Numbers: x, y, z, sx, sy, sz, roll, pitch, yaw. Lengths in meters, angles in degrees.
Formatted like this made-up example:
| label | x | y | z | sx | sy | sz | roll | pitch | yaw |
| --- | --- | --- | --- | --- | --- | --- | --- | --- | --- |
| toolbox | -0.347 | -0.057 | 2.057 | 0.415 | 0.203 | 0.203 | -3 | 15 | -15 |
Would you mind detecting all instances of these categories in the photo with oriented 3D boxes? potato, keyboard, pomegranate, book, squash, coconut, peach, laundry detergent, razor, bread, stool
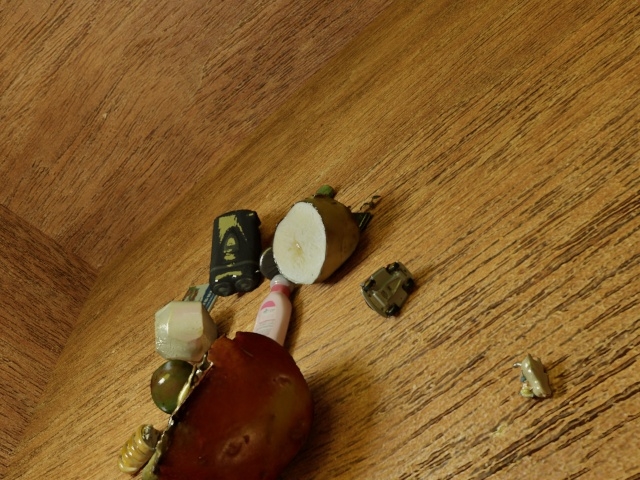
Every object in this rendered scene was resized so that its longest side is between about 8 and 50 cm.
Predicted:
| label | x | y | z | sx | sy | sz | roll | pitch | yaw |
| --- | --- | --- | --- | --- | --- | --- | --- | --- | --- |
| potato | 0.000 | 0.000 | 1.764 | 0.300 | 0.196 | 0.247 | -49 | 62 | 43 |
| keyboard | 0.083 | -0.059 | 1.887 | 0.230 | 0.025 | 0.094 | 5 | 59 | 59 |
| pomegranate | -0.437 | 0.459 | 1.835 | 0.224 | 0.182 | 0.181 | -33 | 26 | -3 |
| book | -0.530 | 0.274 | 2.386 | 0.322 | 0.018 | 0.228 | -16 | 41 | 48 |
| squash | -0.030 | -0.111 | 2.089 | 0.229 | 0.066 | 0.066 | -53 | 26 | -13 |
| coconut | -0.479 | 0.324 | 2.024 | 0.241 | 0.241 | 0.241 | -36 | 29 | 24 |
| peach | -0.217 | 0.416 | 1.299 | 0.416 | 0.353 | 0.339 | -20 | -22 | -25 |
| laundry detergent | -0.152 | 0.252 | 1.759 | 0.159 | 0.088 | 0.335 | -30 | 30 | 35 |
| razor | -0.324 | 0.044 | 2.169 | 0.204 | 0.113 | 0.349 | -11 | 54 | 10 |
| bread | -0.603 | 0.689 | 1.866 | 0.177 | 0.084 | 0.119 | -49 | 25 | 9 |
| stool | -0.121 | 0.064 | 1.924 | 0.217 | 0.125 | 0.121 | -24 | 4 | 0 |

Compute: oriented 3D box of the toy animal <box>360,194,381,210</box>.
| label | x | y | z | sx | sy | sz | roll | pitch | yaw |
| --- | --- | --- | --- | --- | --- | --- | --- | --- | --- |
| toy animal | 0.162 | -0.115 | 1.836 | 0.084 | 0.028 | 0.050 | -36 | 27 | 18 |

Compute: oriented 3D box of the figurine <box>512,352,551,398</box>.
| label | x | y | z | sx | sy | sz | roll | pitch | yaw |
| --- | --- | --- | --- | --- | --- | --- | --- | --- | --- |
| figurine | 0.375 | 0.248 | 1.008 | 0.050 | 0.047 | 0.083 | -48 | 29 | 38 |

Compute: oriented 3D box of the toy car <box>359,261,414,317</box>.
| label | x | y | z | sx | sy | sz | roll | pitch | yaw |
| --- | --- | --- | --- | --- | --- | --- | --- | --- | --- |
| toy car | 0.163 | 0.120 | 1.449 | 0.139 | 0.112 | 0.112 | -44 | 9 | -13 |

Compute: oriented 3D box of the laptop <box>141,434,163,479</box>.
| label | x | y | z | sx | sy | sz | roll | pitch | yaw |
| --- | --- | --- | --- | --- | --- | --- | --- | --- | --- |
| laptop | -0.488 | 0.692 | 1.746 | 0.153 | 0.026 | 0.207 | -25 | 34 | 41 |
